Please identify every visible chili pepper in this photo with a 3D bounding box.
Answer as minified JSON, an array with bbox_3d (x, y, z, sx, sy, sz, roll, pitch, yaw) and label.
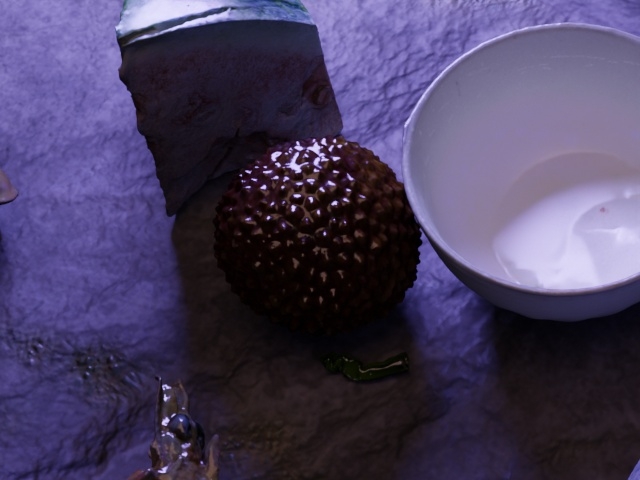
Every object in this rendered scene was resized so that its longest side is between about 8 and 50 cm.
[{"bbox_3d":[0.038,0.112,1.614,0.083,0.022,0.027,1,92,11],"label":"chili pepper"}]

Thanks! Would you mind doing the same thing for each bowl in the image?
[{"bbox_3d":[0.215,-0.043,1.595,0.277,0.145,0.277,-5,60,9],"label":"bowl"}]

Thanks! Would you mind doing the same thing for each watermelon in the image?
[{"bbox_3d":[-0.103,-0.165,1.717,0.193,0.310,0.232,-24,95,-3],"label":"watermelon"}]

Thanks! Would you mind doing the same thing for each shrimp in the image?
[{"bbox_3d":[-0.170,0.263,1.533,0.168,0.077,0.317,2,62,16],"label":"shrimp"}]

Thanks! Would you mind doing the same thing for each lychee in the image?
[{"bbox_3d":[0.000,0.000,1.602,0.188,0.188,0.188,-5,58,9],"label":"lychee"}]

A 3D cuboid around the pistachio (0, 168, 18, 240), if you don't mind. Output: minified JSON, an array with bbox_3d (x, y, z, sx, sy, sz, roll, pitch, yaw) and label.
[{"bbox_3d":[-0.386,-0.055,1.752,0.206,0.131,0.130,28,113,20],"label":"pistachio"}]

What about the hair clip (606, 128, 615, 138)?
[{"bbox_3d":[0.303,-0.131,1.704,0.039,0.030,0.115,25,68,3],"label":"hair clip"}]

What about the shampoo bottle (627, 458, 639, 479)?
[{"bbox_3d":[0.347,0.238,1.322,0.273,0.273,0.266,34,77,27],"label":"shampoo bottle"}]
